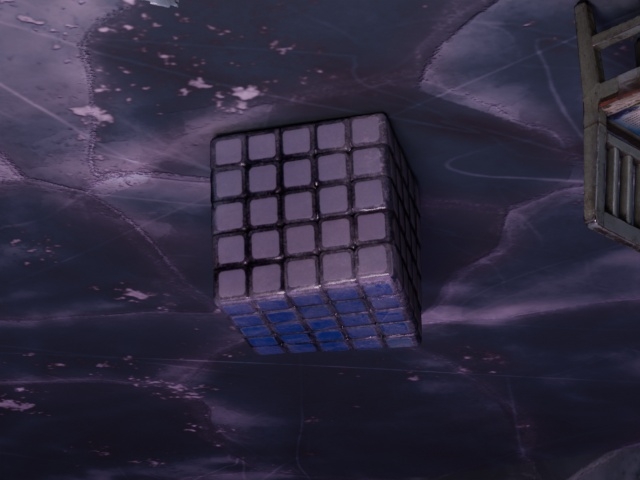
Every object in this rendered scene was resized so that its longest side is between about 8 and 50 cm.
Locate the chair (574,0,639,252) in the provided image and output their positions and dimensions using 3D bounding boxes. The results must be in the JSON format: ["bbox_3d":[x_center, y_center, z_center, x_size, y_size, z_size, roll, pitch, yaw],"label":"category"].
[{"bbox_3d":[0.368,-0.139,1.706,0.147,0.270,0.136,-21,148,40],"label":"chair"}]

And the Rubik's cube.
[{"bbox_3d":[0.000,0.000,2.054,0.237,0.238,0.237,-6,157,10],"label":"Rubik's cube"}]

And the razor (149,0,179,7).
[{"bbox_3d":[-0.168,-0.266,1.654,0.040,0.068,0.135,12,179,-13],"label":"razor"}]
